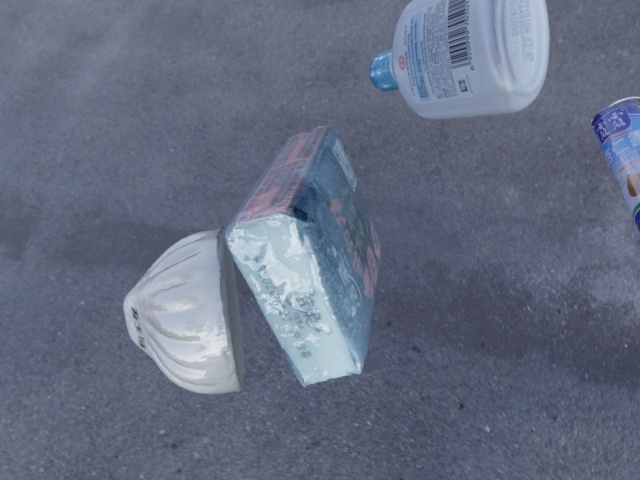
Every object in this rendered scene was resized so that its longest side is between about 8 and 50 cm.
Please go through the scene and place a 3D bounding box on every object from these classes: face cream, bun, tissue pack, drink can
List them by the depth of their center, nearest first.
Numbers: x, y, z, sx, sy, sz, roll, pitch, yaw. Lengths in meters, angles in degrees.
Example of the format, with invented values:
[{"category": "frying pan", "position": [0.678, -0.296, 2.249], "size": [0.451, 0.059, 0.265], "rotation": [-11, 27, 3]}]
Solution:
[{"category": "face cream", "position": [0.153, -0.236, 0.728], "size": [0.080, 0.162, 0.337], "rotation": [-12, 12, -15]}, {"category": "tissue pack", "position": [0.000, 0.000, 0.747], "size": [0.103, 0.227, 0.315], "rotation": [-17, 23, 18]}, {"category": "bun", "position": [-0.216, 0.117, 0.888], "size": [0.175, 0.263, 0.263], "rotation": [-8, 59, -5]}, {"category": "drink can", "position": [0.549, -0.122, 0.961], "size": [0.097, 0.097, 0.235], "rotation": [-18, 66, 16]}]
